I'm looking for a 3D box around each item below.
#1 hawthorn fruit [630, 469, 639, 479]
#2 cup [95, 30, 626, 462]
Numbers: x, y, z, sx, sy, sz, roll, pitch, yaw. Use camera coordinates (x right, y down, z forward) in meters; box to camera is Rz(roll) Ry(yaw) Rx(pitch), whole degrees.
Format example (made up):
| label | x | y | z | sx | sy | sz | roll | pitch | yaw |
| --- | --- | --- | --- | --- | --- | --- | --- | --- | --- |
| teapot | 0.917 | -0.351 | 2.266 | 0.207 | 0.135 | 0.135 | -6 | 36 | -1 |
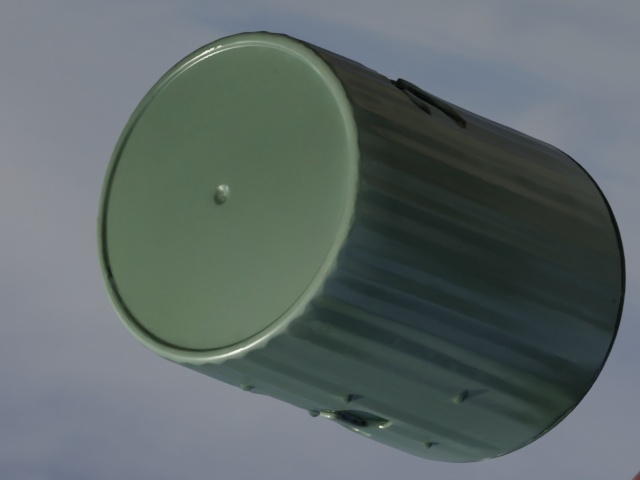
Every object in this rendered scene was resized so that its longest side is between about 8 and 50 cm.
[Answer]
| label | x | y | z | sx | sy | sz | roll | pitch | yaw |
| --- | --- | --- | --- | --- | --- | --- | --- | --- | --- |
| hawthorn fruit | 0.371 | 0.310 | 1.423 | 0.211 | 0.299 | 0.211 | 0 | -128 | 0 |
| cup | 0.004 | 0.022 | 1.282 | 0.401 | 0.310 | 0.392 | -20 | 154 | 32 |
